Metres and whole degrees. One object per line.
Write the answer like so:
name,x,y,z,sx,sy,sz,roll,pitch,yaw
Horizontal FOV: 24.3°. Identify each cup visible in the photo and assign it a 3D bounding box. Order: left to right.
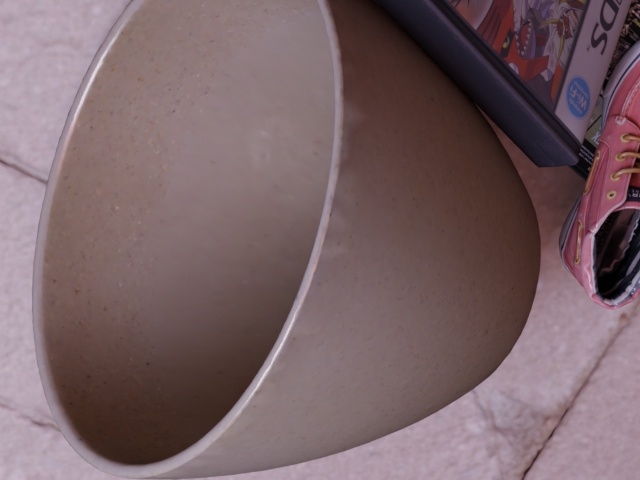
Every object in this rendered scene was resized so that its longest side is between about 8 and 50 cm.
cup,0.000,0.000,0.944,0.237,0.331,0.331,16,108,-35

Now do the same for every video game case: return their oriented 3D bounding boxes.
video game case,0.106,-0.220,0.880,0.275,0.035,0.248,40,62,-36

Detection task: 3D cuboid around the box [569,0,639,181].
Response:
box,0.240,-0.091,1.031,0.180,0.077,0.147,38,102,-15

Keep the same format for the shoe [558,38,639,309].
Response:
shoe,0.208,-0.044,0.960,0.063,0.081,0.178,16,108,-9
